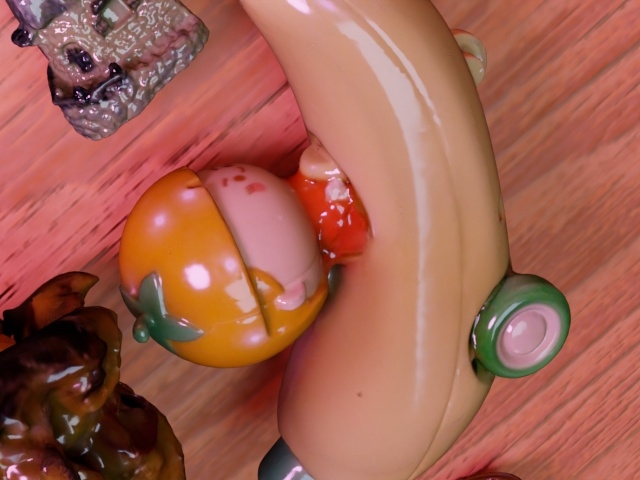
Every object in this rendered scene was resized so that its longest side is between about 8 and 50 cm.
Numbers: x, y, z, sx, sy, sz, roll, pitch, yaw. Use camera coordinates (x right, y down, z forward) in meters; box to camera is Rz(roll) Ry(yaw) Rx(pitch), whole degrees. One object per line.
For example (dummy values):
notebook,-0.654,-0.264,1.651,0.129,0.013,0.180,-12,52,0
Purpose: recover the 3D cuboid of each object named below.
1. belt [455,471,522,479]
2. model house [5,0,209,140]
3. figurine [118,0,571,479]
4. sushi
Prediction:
belt,0.106,0.191,0.862,0.083,0.059,0.036,-23,126,-2
model house,-0.107,-0.103,0.569,0.078,0.066,0.083,-42,127,-3
figurine,0.000,0.000,0.658,0.222,0.124,0.325,-22,123,-12
sushi,-0.157,0.141,0.600,0.204,0.200,0.213,-28,124,-10
